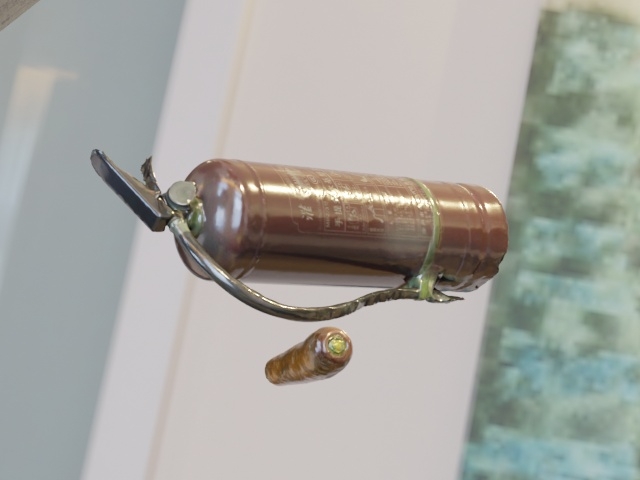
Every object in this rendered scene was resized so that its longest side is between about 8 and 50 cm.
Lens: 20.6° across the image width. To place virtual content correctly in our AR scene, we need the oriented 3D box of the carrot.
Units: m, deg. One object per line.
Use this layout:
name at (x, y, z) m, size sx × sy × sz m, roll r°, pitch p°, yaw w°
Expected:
carrot at (-0.008, 0.076, 1.118) m, size 0.032 × 0.032 × 0.093 m, roll 16°, pitch -21°, yaw -22°

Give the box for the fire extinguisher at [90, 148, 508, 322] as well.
fire extinguisher at (0.000, 0.000, 0.627) m, size 0.157 × 0.045 × 0.078 m, roll 5°, pitch 38°, yaw -38°

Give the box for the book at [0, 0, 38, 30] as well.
book at (-0.222, -0.192, 1.189) m, size 0.012 × 0.118 × 0.172 m, roll 45°, pitch -15°, yaw 15°
